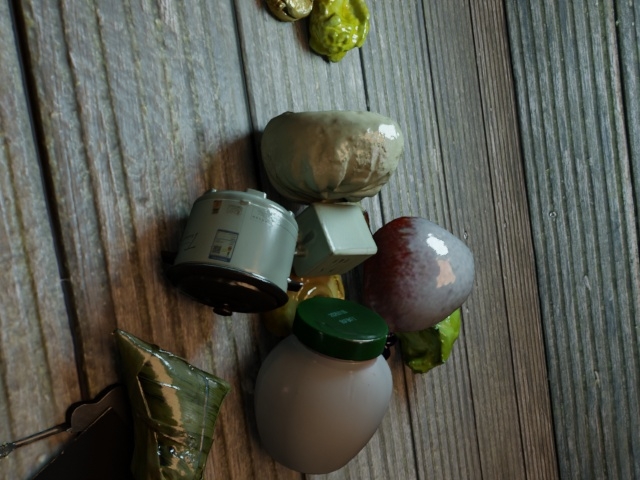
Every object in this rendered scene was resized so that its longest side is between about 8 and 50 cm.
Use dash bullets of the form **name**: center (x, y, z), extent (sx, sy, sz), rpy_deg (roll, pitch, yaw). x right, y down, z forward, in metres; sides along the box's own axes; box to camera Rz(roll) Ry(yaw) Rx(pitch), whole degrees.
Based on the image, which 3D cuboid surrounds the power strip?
- **power strip**: center (0.000, 0.000, 1.118), extent (0.224, 0.140, 0.139), rpy_deg (0, 63, -46)

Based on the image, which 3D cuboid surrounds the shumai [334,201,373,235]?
- **shumai**: center (0.080, -0.057, 1.325), extent (0.201, 0.120, 0.201), rpy_deg (1, 88, -48)

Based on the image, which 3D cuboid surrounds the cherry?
- **cherry**: center (0.282, 0.103, 1.355), extent (0.326, 0.291, 0.335), rpy_deg (12, 69, -17)

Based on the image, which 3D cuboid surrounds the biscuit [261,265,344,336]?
- **biscuit**: center (-0.033, 0.137, 1.197), extent (0.274, 0.091, 0.213), rpy_deg (-2, 89, -47)

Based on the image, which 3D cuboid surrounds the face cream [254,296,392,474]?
- **face cream**: center (0.012, 0.331, 1.067), extent (0.312, 0.219, 0.357), rpy_deg (9, 106, -17)

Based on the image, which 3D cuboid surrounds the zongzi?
- **zongzi**: center (-0.295, 0.316, 0.814), extent (0.274, 0.125, 0.251), rpy_deg (51, 37, -43)

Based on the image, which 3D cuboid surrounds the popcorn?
- **popcorn**: center (0.046, -0.616, 1.328), extent (0.197, 0.155, 0.198), rpy_deg (-1, 93, -29)

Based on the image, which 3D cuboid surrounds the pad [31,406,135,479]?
- **pad**: center (-0.405, 0.421, 0.782), extent (0.243, 0.004, 0.164), rpy_deg (-45, 125, -38)

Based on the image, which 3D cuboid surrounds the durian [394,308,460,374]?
- **durian**: center (0.346, 0.235, 1.541), extent (0.256, 0.204, 0.340), rpy_deg (50, 54, -18)

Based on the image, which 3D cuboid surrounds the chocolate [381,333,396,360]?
- **chocolate**: center (0.122, 0.312, 1.342), extent (0.343, 0.126, 0.148), rpy_deg (9, 65, -60)

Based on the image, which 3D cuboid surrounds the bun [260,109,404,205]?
- **bun**: center (0.025, -0.188, 1.121), extent (0.359, 0.359, 0.211), rpy_deg (-5, 97, -49)

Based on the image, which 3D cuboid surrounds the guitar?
- **guitar**: center (-0.420, 0.311, 0.781), extent (0.233, 0.025, 0.088), rpy_deg (-8, 97, -49)

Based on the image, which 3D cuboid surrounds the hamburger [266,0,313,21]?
- **hamburger**: center (-0.084, -0.646, 1.226), extent (0.147, 0.083, 0.138), rpy_deg (-16, 94, -50)

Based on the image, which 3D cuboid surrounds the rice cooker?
- **rice cooker**: center (-0.170, 0.039, 0.941), extent (0.280, 0.241, 0.227), rpy_deg (14, 66, -9)
